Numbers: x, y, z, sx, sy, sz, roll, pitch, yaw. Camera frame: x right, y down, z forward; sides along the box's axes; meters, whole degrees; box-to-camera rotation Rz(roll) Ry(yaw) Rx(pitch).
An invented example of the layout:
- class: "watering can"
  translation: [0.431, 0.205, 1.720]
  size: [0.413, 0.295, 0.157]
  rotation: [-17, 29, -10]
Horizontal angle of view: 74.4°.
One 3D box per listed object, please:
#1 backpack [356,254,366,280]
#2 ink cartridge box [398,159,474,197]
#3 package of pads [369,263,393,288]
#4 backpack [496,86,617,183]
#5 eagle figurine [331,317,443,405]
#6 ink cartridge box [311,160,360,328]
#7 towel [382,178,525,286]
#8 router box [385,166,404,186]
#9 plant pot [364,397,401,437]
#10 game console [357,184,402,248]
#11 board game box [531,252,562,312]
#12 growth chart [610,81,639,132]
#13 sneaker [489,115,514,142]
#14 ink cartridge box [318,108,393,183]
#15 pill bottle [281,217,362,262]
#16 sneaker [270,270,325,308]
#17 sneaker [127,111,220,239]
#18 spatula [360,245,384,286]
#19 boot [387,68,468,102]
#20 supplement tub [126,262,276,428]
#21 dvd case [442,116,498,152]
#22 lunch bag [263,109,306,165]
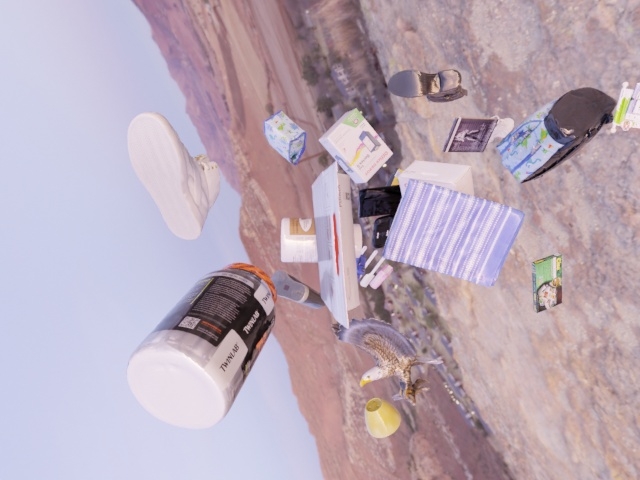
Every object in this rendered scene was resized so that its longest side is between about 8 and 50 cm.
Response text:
- class: "backpack"
  translation: [0.111, 0.100, 1.548]
  size: [0.098, 0.101, 0.120]
  rotation: [23, -106, -52]
- class: "ink cartridge box"
  translation: [0.392, -0.110, 1.387]
  size: [0.207, 0.117, 0.283]
  rotation: [16, 139, 41]
- class: "package of pads"
  translation: [0.198, 0.118, 1.373]
  size: [0.032, 0.050, 0.083]
  rotation: [44, 134, 13]
- class: "backpack"
  translation: [0.819, -0.364, 1.536]
  size: [0.273, 0.290, 0.355]
  rotation: [44, 158, 23]
- class: "eagle figurine"
  translation: [0.179, 0.327, 1.212]
  size: [0.225, 0.226, 0.298]
  rotation: [-18, -107, -56]
- class: "ink cartridge box"
  translation: [0.050, 0.002, 0.933]
  size: [0.385, 0.091, 0.308]
  rotation: [-174, 80, -82]
- class: "towel"
  translation: [0.365, -0.013, 1.168]
  size: [0.040, 0.336, 0.243]
  rotation: [-83, 9, -69]
- class: "router box"
  translation: [0.334, -0.204, 1.792]
  size: [0.046, 0.178, 0.133]
  rotation: [16, -164, -46]
- class: "plant pot"
  translation: [0.216, 0.638, 1.556]
  size: [0.095, 0.134, 0.134]
  rotation: [62, 175, -18]
- class: "game console"
  translation: [0.255, -0.084, 1.725]
  size: [0.361, 0.213, 0.044]
  rotation: [87, 175, -51]
- class: "board game box"
  translation: [1.002, 0.189, 1.863]
  size: [0.030, 0.136, 0.259]
  rotation: [-120, 14, -65]
- class: "growth chart"
  translation: [0.989, -0.396, 1.221]
  size: [0.021, 0.237, 0.171]
  rotation: [-16, -69, -67]
- class: "sneaker"
  translation: [0.856, -0.553, 2.034]
  size: [0.090, 0.232, 0.115]
  rotation: [47, 154, 33]
- class: "ink cartridge box"
  translation: [0.126, -0.328, 1.485]
  size: [0.212, 0.154, 0.093]
  rotation: [47, 170, -19]
- class: "pill bottle"
  translation: [0.000, 0.000, 1.235]
  size: [0.131, 0.229, 0.131]
  rotation: [-179, 90, -85]
- class: "sneaker"
  translation: [-0.083, 0.178, 1.457]
  size: [0.118, 0.083, 0.222]
  rotation: [33, 174, -39]
- class: "sneaker"
  translation: [-0.304, -0.165, 0.913]
  size: [0.169, 0.108, 0.292]
  rotation: [-77, -14, -47]
- class: "spatula"
  translation: [0.197, 0.124, 1.917]
  size: [0.242, 0.168, 0.019]
  rotation: [-59, 29, 34]
- class: "boot"
  translation: [0.382, -0.525, 1.484]
  size: [0.229, 0.263, 0.091]
  rotation: [-17, -69, -71]
- class: "supplement tub"
  translation: [-0.221, 0.196, 0.887]
  size: [0.207, 0.207, 0.338]
  rotation: [66, -157, -20]
- class: "dvd case"
  translation: [0.660, -0.465, 1.864]
  size: [0.018, 0.221, 0.164]
  rotation: [-115, 28, -44]
- class: "lunch bag"
  translation: [-0.119, -0.336, 1.417]
  size: [0.129, 0.096, 0.151]
  rotation: [44, 156, 14]
